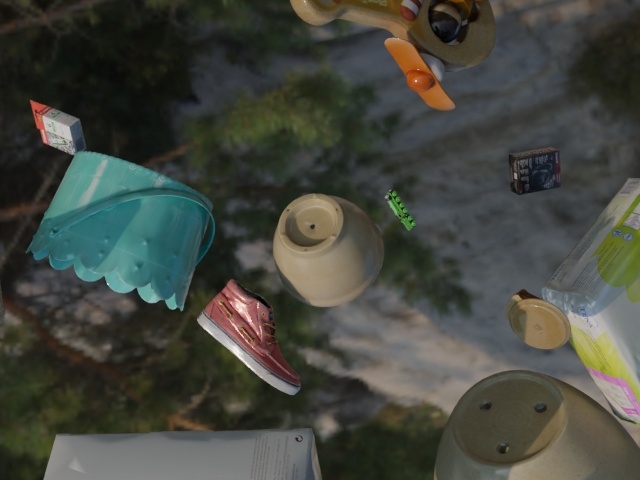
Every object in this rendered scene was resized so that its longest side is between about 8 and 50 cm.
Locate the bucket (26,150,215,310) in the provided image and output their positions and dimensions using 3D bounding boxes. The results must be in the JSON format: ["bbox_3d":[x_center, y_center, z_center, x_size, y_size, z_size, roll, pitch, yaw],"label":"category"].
[{"bbox_3d":[-0.312,-0.015,1.952,0.281,0.183,0.281,19,172,3],"label":"bucket"}]

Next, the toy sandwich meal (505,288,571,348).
[{"bbox_3d":[0.264,0.096,1.469,0.086,0.085,0.029,-21,-158,40],"label":"toy sandwich meal"}]

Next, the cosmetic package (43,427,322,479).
[{"bbox_3d":[-0.129,0.369,1.391,0.284,0.097,0.377,-1,132,9],"label":"cosmetic package"}]

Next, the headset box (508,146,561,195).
[{"bbox_3d":[0.343,-0.111,1.921,0.083,0.062,0.032,-12,-160,-15],"label":"headset box"}]

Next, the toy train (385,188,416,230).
[{"bbox_3d":[0.140,-0.053,2.131,0.024,0.083,0.017,-39,-159,-10],"label":"toy train"}]

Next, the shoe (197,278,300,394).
[{"bbox_3d":[-0.082,0.135,1.707,0.081,0.178,0.063,-50,180,6],"label":"shoe"}]

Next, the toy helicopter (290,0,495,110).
[{"bbox_3d":[0.111,-0.321,1.775,0.355,0.235,0.140,3,172,-33],"label":"toy helicopter"}]

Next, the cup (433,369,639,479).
[{"bbox_3d":[0.299,0.323,1.741,0.331,0.331,0.237,-14,133,14],"label":"cup"}]

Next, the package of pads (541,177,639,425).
[{"bbox_3d":[0.439,0.093,1.650,0.229,0.296,0.101,-48,-146,-20],"label":"package of pads"}]

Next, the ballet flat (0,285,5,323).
[{"bbox_3d":[-0.571,0.101,1.785,0.316,0.106,0.107,-4,-158,45],"label":"ballet flat"}]

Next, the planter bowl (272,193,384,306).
[{"bbox_3d":[0.000,0.000,1.732,0.162,0.162,0.109,-13,150,11],"label":"planter bowl"}]

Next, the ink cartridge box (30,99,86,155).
[{"bbox_3d":[-0.447,-0.188,2.030,0.115,0.063,0.029,22,-132,26],"label":"ink cartridge box"}]
